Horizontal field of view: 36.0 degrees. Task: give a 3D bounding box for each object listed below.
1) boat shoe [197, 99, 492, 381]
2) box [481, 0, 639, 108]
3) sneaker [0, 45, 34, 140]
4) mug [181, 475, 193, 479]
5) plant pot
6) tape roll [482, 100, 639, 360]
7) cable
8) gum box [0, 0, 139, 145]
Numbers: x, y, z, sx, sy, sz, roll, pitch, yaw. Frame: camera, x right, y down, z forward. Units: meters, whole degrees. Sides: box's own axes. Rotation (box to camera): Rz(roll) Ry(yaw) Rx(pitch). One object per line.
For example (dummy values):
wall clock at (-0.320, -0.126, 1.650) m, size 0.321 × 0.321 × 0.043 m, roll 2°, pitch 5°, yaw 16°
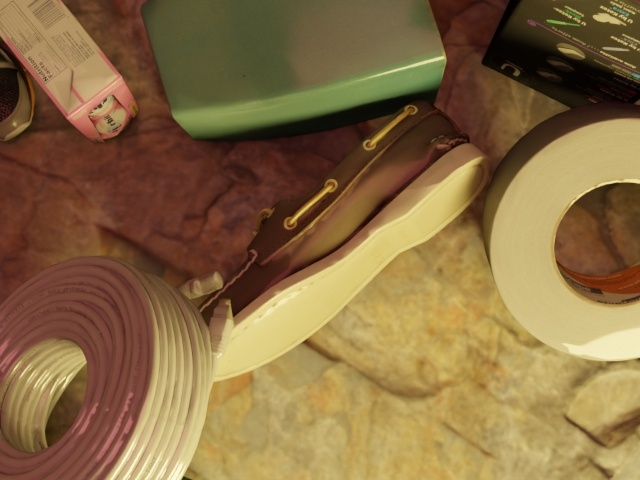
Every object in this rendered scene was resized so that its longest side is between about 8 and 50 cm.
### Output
boat shoe at (0.000, 0.000, 0.889) m, size 0.324 × 0.116 × 0.097 m, roll -39°, pitch 66°, yaw 1°
box at (0.252, -0.226, 0.834) m, size 0.143 × 0.270 × 0.165 m, roll 26°, pitch 84°, yaw 2°
sneaker at (-0.346, -0.186, 0.918) m, size 0.084 × 0.083 × 0.215 m, roll -36°, pitch 86°, yaw -6°
mug at (-0.138, 0.281, 0.858) m, size 0.129 × 0.097 × 0.158 m, roll -18°, pitch 85°, yaw -3°
plant pot at (-0.028, -0.182, 0.884) m, size 0.234 × 0.166 × 0.166 m, roll -18°, pitch 84°, yaw 0°
tape roll at (0.254, -0.008, 0.866) m, size 0.219 × 0.072 × 0.219 m, roll 1°, pitch 110°, yaw 3°
cable at (-0.206, 0.137, 0.816) m, size 0.257 × 0.089 × 0.257 m, roll -10°, pitch 58°, yaw 30°
gum box at (-0.246, -0.180, 0.905) m, size 0.062 × 0.107 × 0.188 m, roll -38°, pitch 85°, yaw -5°
